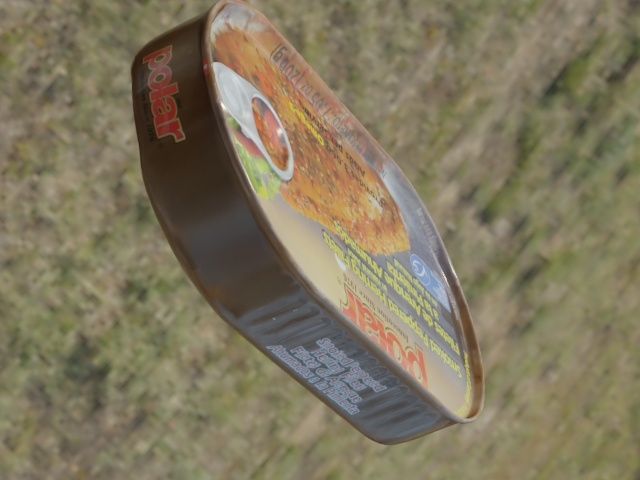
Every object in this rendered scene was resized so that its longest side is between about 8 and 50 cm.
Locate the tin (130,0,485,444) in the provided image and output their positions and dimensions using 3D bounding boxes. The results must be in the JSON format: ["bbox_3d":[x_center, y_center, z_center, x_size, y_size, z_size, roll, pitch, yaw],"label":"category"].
[{"bbox_3d":[0.000,0.000,0.548,0.040,0.106,0.189,-27,142,15],"label":"tin"}]
